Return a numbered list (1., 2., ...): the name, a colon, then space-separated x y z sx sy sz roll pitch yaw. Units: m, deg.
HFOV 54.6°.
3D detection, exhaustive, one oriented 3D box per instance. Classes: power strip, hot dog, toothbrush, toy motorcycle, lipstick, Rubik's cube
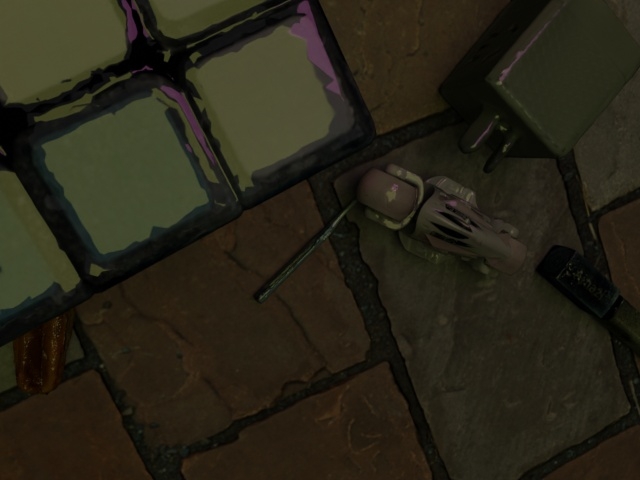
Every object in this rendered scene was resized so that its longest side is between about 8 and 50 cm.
1. power strip: 0.245 -0.179 0.752 0.139 0.140 0.224 41 88 -18
2. hot dog: -0.312 0.107 0.700 0.062 0.038 0.144 4 100 -18
3. toothbrush: 0.000 0.000 0.778 0.219 0.016 0.019 -44 115 -6
4. toy motorcycle: 0.160 -0.018 0.766 0.254 0.112 0.112 24 92 -23
5. lipstick: 0.440 0.117 0.897 0.312 0.051 0.051 37 87 -18
6. Rubik's cube: -0.212 -0.156 0.519 0.363 0.359 0.362 -25 102 -9
